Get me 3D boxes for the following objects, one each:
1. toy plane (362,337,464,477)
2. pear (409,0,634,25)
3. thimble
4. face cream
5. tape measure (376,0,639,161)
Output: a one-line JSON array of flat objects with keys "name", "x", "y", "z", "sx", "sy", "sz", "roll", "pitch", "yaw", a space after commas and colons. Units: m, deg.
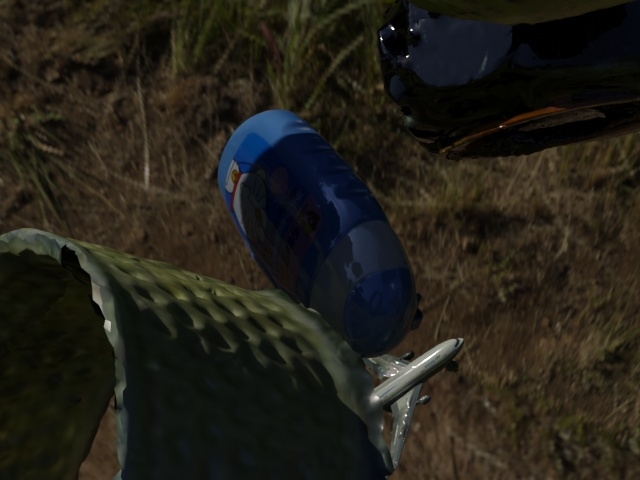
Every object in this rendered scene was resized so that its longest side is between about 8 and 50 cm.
[{"name": "toy plane", "x": 0.087, "y": 0.188, "z": 1.624, "sx": 0.226, "sy": 0.058, "sz": 0.226, "roll": -29, "pitch": 41, "yaw": 9}, {"name": "pear", "x": 0.131, "y": -0.191, "z": 0.577, "sx": 0.286, "sy": 0.282, "sz": 0.176, "roll": -16, "pitch": 102, "yaw": 16}, {"name": "thimble", "x": -0.110, "y": 0.133, "z": 0.639, "sx": 0.271, "sy": 0.150, "sz": 0.271, "roll": -21, "pitch": 60, "yaw": 42}, {"name": "face cream", "x": 0.000, "y": 0.000, "z": 1.136, "sx": 0.083, "sy": 0.149, "sz": 0.264, "roll": -7, "pitch": 39, "yaw": -31}, {"name": "tape measure", "x": 0.147, "y": -0.127, "z": 0.859, "sx": 0.223, "sy": 0.202, "sz": 0.135, "roll": -8, "pitch": 82, "yaw": 10}]
